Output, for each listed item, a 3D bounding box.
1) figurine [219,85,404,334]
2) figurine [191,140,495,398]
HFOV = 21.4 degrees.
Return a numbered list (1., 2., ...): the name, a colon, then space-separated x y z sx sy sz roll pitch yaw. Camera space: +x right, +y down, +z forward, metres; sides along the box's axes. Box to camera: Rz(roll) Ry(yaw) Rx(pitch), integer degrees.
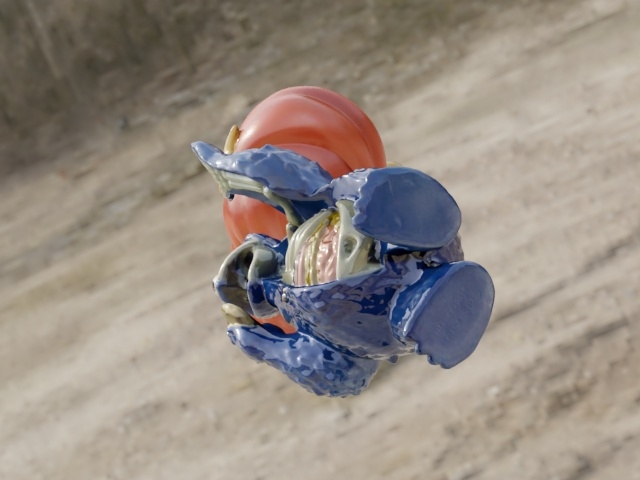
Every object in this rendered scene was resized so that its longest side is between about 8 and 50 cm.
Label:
1. figurine: 0.008 -0.004 1.424 0.208 0.181 0.257 -60 -20 2
2. figurine: 0.016 0.017 1.105 0.121 0.164 0.262 -13 15 -33
